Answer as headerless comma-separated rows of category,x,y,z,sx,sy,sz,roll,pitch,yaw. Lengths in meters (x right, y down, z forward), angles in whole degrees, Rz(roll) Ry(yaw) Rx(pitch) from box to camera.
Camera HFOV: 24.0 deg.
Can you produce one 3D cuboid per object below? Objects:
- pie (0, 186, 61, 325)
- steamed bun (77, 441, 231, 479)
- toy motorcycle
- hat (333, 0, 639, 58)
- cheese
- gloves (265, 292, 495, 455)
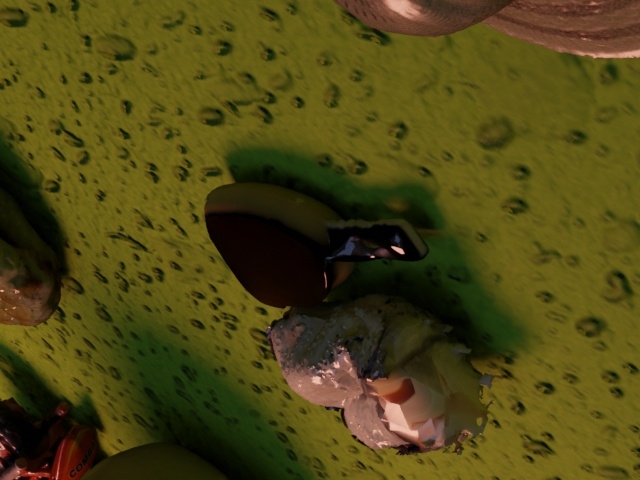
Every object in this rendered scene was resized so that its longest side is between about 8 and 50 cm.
pie,-0.325,-0.011,1.200,0.274,0.105,0.257,4,144,50
steamed bun,-0.146,0.362,1.293,0.233,0.312,0.334,30,158,24
toy motorcycle,-0.262,0.257,1.516,0.171,0.089,0.298,23,147,29
hat,0.041,-0.136,0.546,0.252,0.110,0.252,31,152,19
cheese,-0.001,0.001,0.873,0.162,0.036,0.086,0,129,52
gloves,0.034,0.081,0.911,0.114,0.070,0.153,46,153,-22
